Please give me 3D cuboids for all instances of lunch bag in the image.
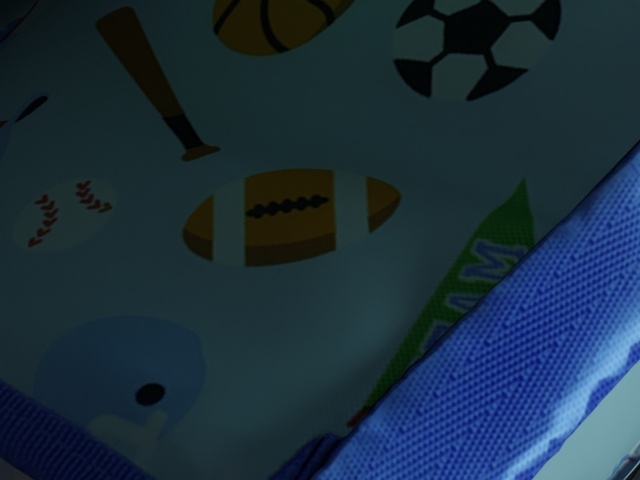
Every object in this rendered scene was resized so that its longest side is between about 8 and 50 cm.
[{"bbox_3d":[0.000,0.000,0.615,0.328,0.239,0.385,-45,-160,-23],"label":"lunch bag"}]
